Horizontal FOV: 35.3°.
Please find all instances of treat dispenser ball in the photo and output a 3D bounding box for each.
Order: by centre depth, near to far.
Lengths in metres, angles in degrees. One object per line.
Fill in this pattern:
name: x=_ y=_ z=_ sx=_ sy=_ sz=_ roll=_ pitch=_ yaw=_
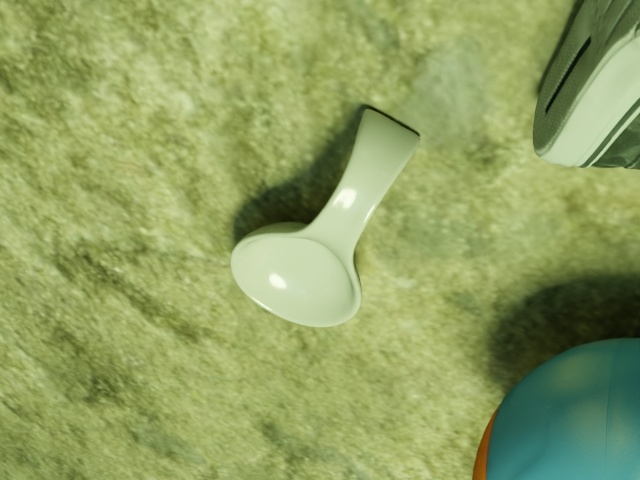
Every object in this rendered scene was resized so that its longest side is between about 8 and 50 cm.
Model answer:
treat dispenser ball: x=0.278 y=0.230 z=0.892 sx=0.288 sy=0.288 sz=0.288 roll=13 pitch=137 yaw=12

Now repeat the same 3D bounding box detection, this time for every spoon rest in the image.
spoon rest: x=0.000 y=0.000 z=0.939 sx=0.137 sy=0.084 sz=0.276 roll=28 pitch=137 yaw=-4

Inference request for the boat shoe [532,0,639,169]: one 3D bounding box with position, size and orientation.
boat shoe: x=0.246 y=-0.148 z=0.649 sx=0.119 sy=0.121 sz=0.335 roll=8 pitch=158 yaw=-6
